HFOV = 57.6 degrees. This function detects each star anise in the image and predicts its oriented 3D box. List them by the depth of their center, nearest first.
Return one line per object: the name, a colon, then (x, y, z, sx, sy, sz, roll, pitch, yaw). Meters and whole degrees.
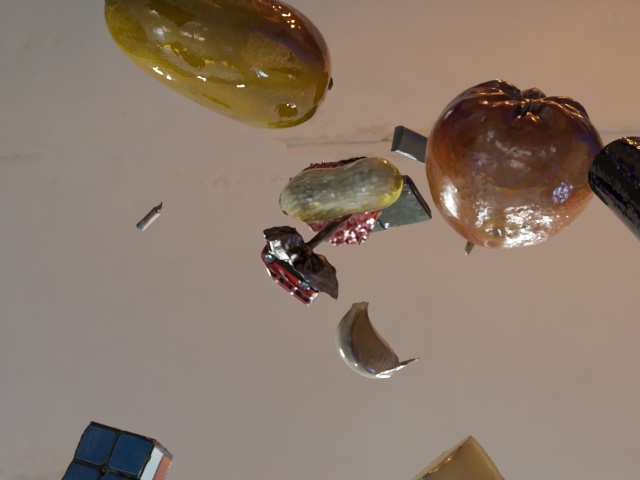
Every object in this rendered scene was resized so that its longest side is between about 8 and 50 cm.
star anise: (-0.005, -0.005, 0.916, 0.158, 0.140, 0.144, 43, -87, -16)

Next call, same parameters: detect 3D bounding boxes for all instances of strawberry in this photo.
strawberry: (0.055, -0.116, 1.283, 0.234, 0.178, 0.234, 17, -127, -24)

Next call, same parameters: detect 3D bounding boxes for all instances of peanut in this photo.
peanut: (0.027, -0.077, 0.899, 0.207, 0.087, 0.087, -10, -116, 27)

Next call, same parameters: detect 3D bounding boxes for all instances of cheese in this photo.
cheese: (0.320, 0.578, 1.213, 0.265, 0.242, 0.124, 55, -53, 19)

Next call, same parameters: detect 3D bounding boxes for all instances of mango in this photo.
mango: (-0.091, -0.199, 0.623, 0.175, 0.254, 0.139, 19, -81, 42)

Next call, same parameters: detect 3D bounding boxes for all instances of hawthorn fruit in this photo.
hawthorn fruit: (0.299, -0.101, 0.954, 0.277, 0.277, 0.298, 26, -63, 22)

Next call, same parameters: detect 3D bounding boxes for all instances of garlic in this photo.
garlic: (0.116, 0.240, 1.287, 0.198, 0.090, 0.128, 46, -101, -7)

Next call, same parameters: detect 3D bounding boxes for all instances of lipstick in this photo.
lipstick: (0.320, -0.002, 0.482, 0.081, 0.081, 0.299, -15, -149, 6)

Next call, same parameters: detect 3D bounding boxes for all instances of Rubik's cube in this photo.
Rubik's cube: (-0.456, 0.532, 1.309, 0.167, 0.180, 0.183, 13, -123, 10)

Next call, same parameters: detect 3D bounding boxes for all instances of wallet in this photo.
wallet: (0.110, -0.076, 1.492, 0.317, 0.169, 0.044, -12, -130, 28)

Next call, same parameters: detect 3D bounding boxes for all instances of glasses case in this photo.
glasses case: (0.261, -0.234, 1.504, 0.042, 0.191, 0.072, 8, -96, 52)

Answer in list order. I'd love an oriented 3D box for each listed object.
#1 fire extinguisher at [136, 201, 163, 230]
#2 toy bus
fire extinguisher: (-0.390, -0.057, 1.339, 0.083, 0.022, 0.028, -40, -133, 21)
toy bus: (-0.078, 0.084, 1.577, 0.195, 0.089, 0.081, 37, -138, 6)
